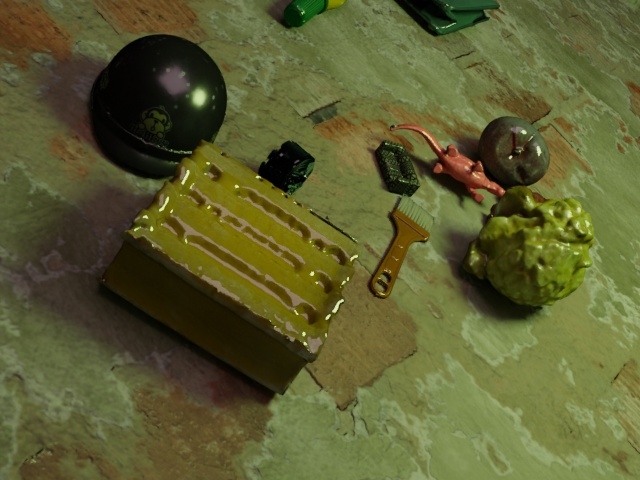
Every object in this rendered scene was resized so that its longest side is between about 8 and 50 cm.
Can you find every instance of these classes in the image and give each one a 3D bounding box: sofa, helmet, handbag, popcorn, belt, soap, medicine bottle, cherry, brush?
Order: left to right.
[{"bbox_3d":[-0.263,-0.252,1.691,0.230,0.160,0.279,27,37,-16],"label":"helmet"},{"bbox_3d":[-0.125,0.031,1.511,0.335,0.156,0.293,32,35,-7],"label":"soap"},{"bbox_3d":[-0.060,-0.122,1.756,0.058,0.105,0.140,40,12,10],"label":"belt"},{"bbox_3d":[-0.005,-0.570,2.291,0.111,0.076,0.309,32,37,3],"label":"medicine bottle"},{"bbox_3d":[0.156,-0.148,2.014,0.060,0.039,0.118,10,45,-30],"label":"sofa"},{"bbox_3d":[0.149,0.013,1.863,0.090,0.017,0.314,35,38,-3],"label":"brush"},{"bbox_3d":[0.306,-0.661,2.625,0.269,0.100,0.274,46,37,16],"label":"handbag"},{"bbox_3d":[0.429,-0.201,2.211,0.176,0.140,0.176,42,10,-9],"label":"cherry"},{"bbox_3d":[0.403,0.015,1.920,0.251,0.206,0.237,4,69,0],"label":"popcorn"}]

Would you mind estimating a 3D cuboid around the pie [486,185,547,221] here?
[{"bbox_3d":[0.454,-0.030,2.118,0.204,0.054,0.219,32,38,-6],"label":"pie"}]

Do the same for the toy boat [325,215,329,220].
[{"bbox_3d":[0.000,0.000,1.752,0.096,0.034,0.122,16,34,-26],"label":"toy boat"}]

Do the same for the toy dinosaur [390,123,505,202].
[{"bbox_3d":[0.274,-0.176,2.111,0.286,0.070,0.139,33,16,-1],"label":"toy dinosaur"}]
